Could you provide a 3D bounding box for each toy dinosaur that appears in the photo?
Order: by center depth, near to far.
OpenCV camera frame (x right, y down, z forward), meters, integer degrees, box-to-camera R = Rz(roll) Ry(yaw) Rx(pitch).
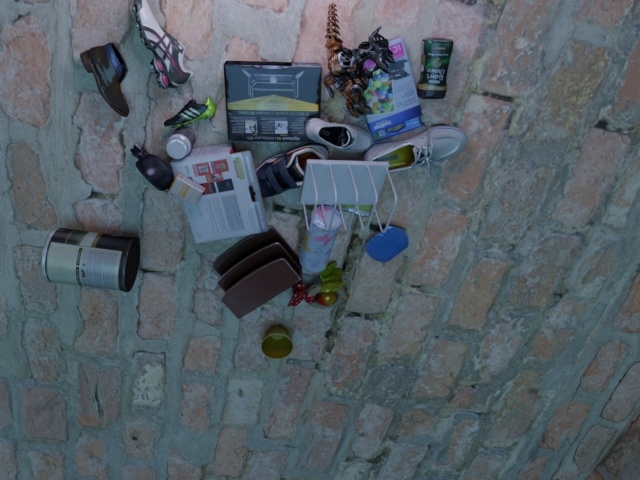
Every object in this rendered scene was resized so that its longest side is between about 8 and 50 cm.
[{"bbox_3d":[0.096,-0.532,1.441,0.218,0.165,0.322,-11,141,24],"label":"toy dinosaur"}]

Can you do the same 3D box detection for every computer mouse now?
[{"bbox_3d":[-0.534,-0.236,1.556,0.072,0.272,0.188,-42,113,-4],"label":"computer mouse"}]

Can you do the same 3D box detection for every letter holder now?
[{"bbox_3d":[-0.251,0.114,1.817,0.301,0.152,0.214,-32,114,13],"label":"letter holder"}]

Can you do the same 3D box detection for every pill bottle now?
[{"bbox_3d":[-0.459,-0.320,1.574,0.078,0.137,0.078,-2,118,-3],"label":"pill bottle"}]

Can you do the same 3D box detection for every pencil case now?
[{"bbox_3d":[0.000,0.000,1.749,0.123,0.114,0.273,-7,142,-19],"label":"pencil case"}]

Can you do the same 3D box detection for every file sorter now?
[{"bbox_3d":[0.087,-0.135,1.573,0.277,0.173,0.193,0,141,-12],"label":"file sorter"}]

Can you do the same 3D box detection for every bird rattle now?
[{"bbox_3d":[0.003,0.218,1.908,0.253,0.143,0.207,-34,132,17],"label":"bird rattle"}]

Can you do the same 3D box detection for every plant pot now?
[{"bbox_3d":[-0.181,0.415,2.012,0.134,0.095,0.134,-2,119,-3],"label":"plant pot"}]

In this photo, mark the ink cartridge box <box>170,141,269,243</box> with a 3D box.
[{"bbox_3d":[-0.335,-0.168,1.668,0.271,0.130,0.310,-8,119,2],"label":"ink cartridge box"}]

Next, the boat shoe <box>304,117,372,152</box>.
[{"bbox_3d":[0.077,-0.341,1.579,0.267,0.088,0.096,10,108,-38],"label":"boat shoe"}]

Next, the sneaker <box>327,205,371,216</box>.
[{"bbox_3d":[0.094,-0.155,1.743,0.208,0.081,0.094,11,109,-16],"label":"sneaker"}]

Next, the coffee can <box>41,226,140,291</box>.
[{"bbox_3d":[-0.815,0.069,1.722,0.275,0.202,0.202,8,117,-8],"label":"coffee can"}]

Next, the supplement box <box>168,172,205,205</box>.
[{"bbox_3d":[-0.437,-0.167,1.568,0.098,0.036,0.062,31,115,-15],"label":"supplement box"}]

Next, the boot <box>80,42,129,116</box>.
[{"bbox_3d":[-0.641,-0.502,1.497,0.106,0.082,0.219,-23,115,11],"label":"boot"}]

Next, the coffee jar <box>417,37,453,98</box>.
[{"bbox_3d":[0.366,-0.550,1.542,0.096,0.079,0.185,-1,119,-3],"label":"coffee jar"}]

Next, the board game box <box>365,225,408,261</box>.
[{"bbox_3d":[0.258,0.008,1.862,0.168,0.033,0.133,-40,119,22],"label":"board game box"}]

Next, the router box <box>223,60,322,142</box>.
[{"bbox_3d":[-0.152,-0.449,1.558,0.308,0.081,0.243,1,118,-5],"label":"router box"}]

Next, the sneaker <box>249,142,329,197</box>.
[{"bbox_3d":[-0.116,-0.238,1.652,0.321,0.128,0.126,-32,117,14],"label":"sneaker"}]

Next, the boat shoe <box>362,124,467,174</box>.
[{"bbox_3d":[0.332,-0.295,1.632,0.366,0.157,0.136,-10,119,2],"label":"boat shoe"}]

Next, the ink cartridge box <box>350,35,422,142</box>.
[{"bbox_3d":[0.220,-0.485,1.580,0.185,0.065,0.311,-19,120,7],"label":"ink cartridge box"}]

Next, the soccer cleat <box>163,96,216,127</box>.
[{"bbox_3d":[-0.433,-0.420,1.573,0.178,0.060,0.073,-18,109,-1],"label":"soccer cleat"}]

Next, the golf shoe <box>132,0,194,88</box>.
[{"bbox_3d":[-0.482,-0.605,1.456,0.120,0.105,0.273,-21,125,-10],"label":"golf shoe"}]
